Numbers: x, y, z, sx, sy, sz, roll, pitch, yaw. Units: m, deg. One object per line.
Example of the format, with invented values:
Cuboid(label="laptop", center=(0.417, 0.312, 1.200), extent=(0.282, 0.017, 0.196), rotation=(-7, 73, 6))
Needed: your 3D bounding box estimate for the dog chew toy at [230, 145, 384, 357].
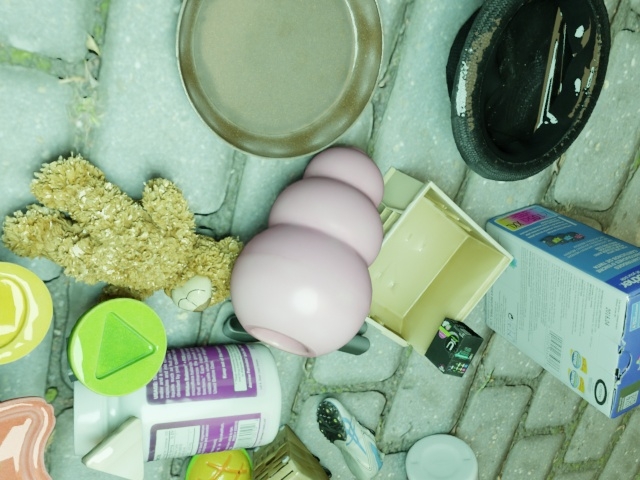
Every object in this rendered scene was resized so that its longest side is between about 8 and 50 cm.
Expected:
Cuboid(label="dog chew toy", center=(0.000, 0.000, 0.849), extent=(0.207, 0.207, 0.331), rotation=(37, 63, -34))

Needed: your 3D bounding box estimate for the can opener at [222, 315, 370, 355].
Cuboid(label="can opener", center=(-0.036, 0.152, 1.012), extent=(0.280, 0.074, 0.093), rotation=(17, 139, -29))

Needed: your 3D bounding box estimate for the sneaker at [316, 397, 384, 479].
Cuboid(label="sneaker", center=(0.064, 0.400, 1.167), extent=(0.086, 0.085, 0.237), rotation=(-47, 124, -32))

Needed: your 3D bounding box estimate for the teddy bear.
Cuboid(label="teddy bear", center=(-0.265, 0.017, 0.804), extent=(0.245, 0.113, 0.338), rotation=(-41, 123, -1))

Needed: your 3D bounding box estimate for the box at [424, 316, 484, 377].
Cuboid(label="box", center=(0.238, 0.191, 1.008), extent=(0.052, 0.062, 0.083), rotation=(18, 105, -32))

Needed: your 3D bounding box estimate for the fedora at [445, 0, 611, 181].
Cuboid(label="fedora", center=(0.306, -0.271, 0.917), extent=(0.334, 0.152, 0.333), rotation=(-10, 117, -21))

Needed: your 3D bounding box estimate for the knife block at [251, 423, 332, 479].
Cuboid(label="knife block", center=(-0.022, 0.482, 1.066), extent=(0.088, 0.276, 0.242), rotation=(-39, 94, -5))

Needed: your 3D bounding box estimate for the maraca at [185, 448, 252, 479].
Cuboid(label="maraca", center=(-0.183, 0.458, 1.043), extent=(0.127, 0.099, 0.185), rotation=(-11, 99, -22))

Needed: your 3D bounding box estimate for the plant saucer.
Cuboid(label="plant saucer", center=(-0.054, -0.271, 0.808), extent=(0.311, 0.050, 0.310), rotation=(-10, 118, -21))

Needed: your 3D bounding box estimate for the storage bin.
Cuboid(label="storage bin", center=(0.161, 0.049, 1.015), extent=(0.262, 0.123, 0.260), rotation=(35, 95, -34))

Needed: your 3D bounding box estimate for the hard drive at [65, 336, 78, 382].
Cuboid(label="hard drive", center=(-0.311, 0.160, 0.856), extent=(0.135, 0.094, 0.022), rotation=(-15, 119, -19))

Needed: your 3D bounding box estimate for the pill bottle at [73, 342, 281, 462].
Cuboid(label="pill bottle", center=(-0.227, 0.256, 0.895), extent=(0.302, 0.169, 0.169), rotation=(1, 112, -22))

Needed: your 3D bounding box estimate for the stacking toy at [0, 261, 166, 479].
Cuboid(label="stacking toy", center=(-0.367, 0.192, 0.743), extent=(0.280, 0.130, 0.308), rotation=(12, 80, -41))

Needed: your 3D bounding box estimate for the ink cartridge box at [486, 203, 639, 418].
Cuboid(label="ink cartridge box", center=(0.492, 0.130, 1.048), extent=(0.151, 0.395, 0.269), rotation=(-19, 120, -17))

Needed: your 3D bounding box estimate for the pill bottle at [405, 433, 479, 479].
Cuboid(label="pill bottle", center=(0.293, 0.607, 1.315), extent=(0.161, 0.161, 0.283), rotation=(-22, 120, -15))
